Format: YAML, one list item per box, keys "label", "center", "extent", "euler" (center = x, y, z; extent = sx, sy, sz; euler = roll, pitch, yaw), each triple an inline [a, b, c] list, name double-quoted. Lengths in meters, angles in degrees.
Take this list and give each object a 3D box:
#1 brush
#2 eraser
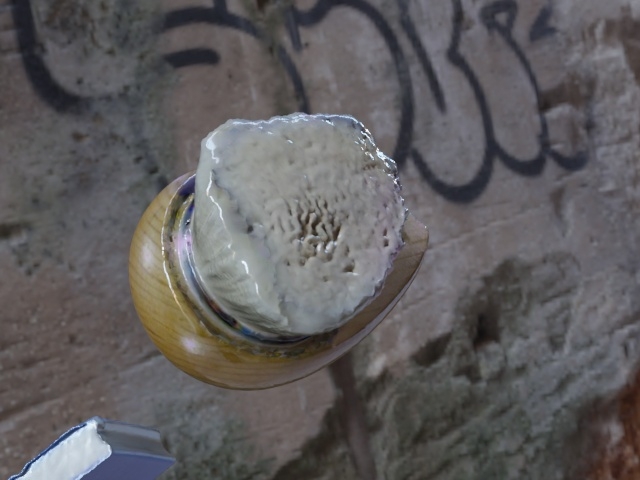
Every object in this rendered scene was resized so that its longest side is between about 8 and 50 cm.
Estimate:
- label: "brush"
  center: [0.000, 0.000, 0.774]
  extent: [0.267, 0.174, 0.166]
  euler: [-12, -17, -40]
- label: "eraser"
  center: [-0.129, 0.131, 0.595]
  extent: [0.063, 0.027, 0.085]
  euler: [-37, -22, 5]
